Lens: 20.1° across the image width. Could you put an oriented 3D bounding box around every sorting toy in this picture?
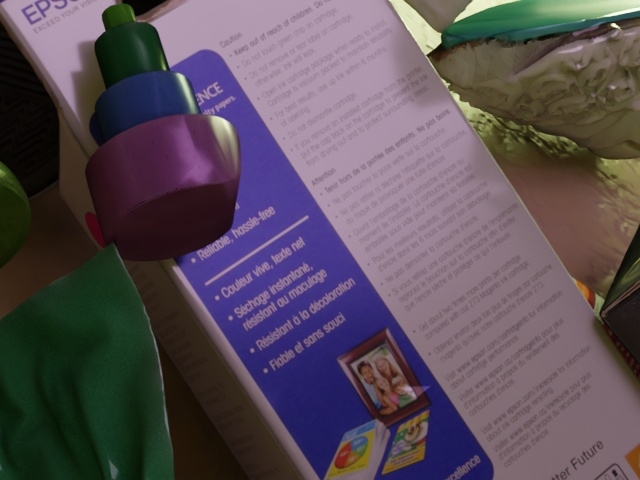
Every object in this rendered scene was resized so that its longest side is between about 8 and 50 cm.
[{"bbox_3d":[-0.210,-0.042,0.691,0.366,0.127,0.126,-8,65,-24],"label":"sorting toy"}]

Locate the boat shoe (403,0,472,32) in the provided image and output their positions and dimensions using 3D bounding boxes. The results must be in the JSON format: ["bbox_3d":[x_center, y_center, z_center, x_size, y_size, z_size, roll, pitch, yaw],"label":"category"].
[{"bbox_3d":[0.006,-0.221,1.201,0.267,0.088,0.096,36,1,27],"label":"boat shoe"}]

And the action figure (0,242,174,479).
[{"bbox_3d":[-0.076,0.135,0.724,0.063,0.137,0.232,0,58,-56],"label":"action figure"}]

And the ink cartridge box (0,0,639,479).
[{"bbox_3d":[0.011,0.013,0.833,0.176,0.069,0.371,-34,94,-28],"label":"ink cartridge box"}]

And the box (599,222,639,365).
[{"bbox_3d":[0.318,0.131,0.975,0.395,0.097,0.318,51,21,1],"label":"box"}]

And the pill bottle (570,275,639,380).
[{"bbox_3d":[0.167,0.091,1.000,0.152,0.086,0.086,35,35,-5],"label":"pill bottle"}]

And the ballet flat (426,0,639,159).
[{"bbox_3d":[0.239,-0.131,1.273,0.409,0.147,0.147,-25,69,-42],"label":"ballet flat"}]

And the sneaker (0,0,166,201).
[{"bbox_3d":[-0.086,-0.144,0.942,0.124,0.295,0.178,31,1,15],"label":"sneaker"}]
